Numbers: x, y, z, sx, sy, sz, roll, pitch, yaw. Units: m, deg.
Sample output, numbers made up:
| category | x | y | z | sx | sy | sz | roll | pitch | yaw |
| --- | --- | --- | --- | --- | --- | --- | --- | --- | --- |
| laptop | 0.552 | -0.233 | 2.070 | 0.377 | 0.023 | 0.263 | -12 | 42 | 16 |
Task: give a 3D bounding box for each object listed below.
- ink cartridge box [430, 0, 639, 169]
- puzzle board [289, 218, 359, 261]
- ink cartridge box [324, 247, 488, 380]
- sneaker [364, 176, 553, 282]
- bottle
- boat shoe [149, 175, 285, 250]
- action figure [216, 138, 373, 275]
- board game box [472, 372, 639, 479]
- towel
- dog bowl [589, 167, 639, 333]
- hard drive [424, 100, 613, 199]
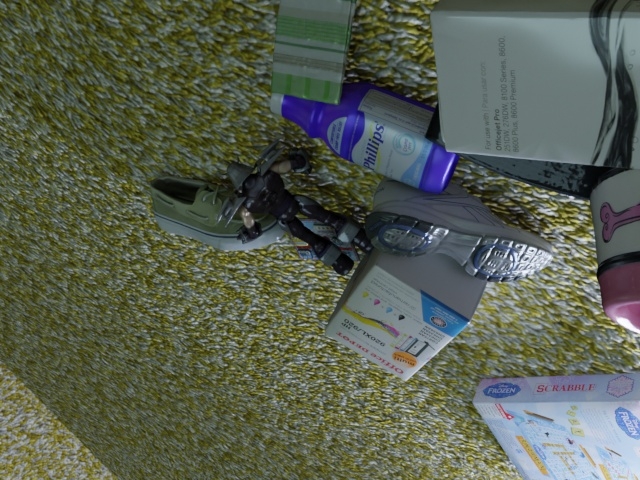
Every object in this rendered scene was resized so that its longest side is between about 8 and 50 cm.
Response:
| category | x | y | z | sx | sy | sz | roll | pitch | yaw |
| --- | --- | --- | --- | --- | --- | --- | --- | --- | --- |
| ink cartridge box | 0.338 | -0.208 | 0.756 | 0.395 | 0.285 | 0.166 | 8 | 134 | 26 |
| puzzle board | 0.000 | 0.000 | 1.419 | 0.128 | 0.011 | 0.096 | 1 | 132 | 32 |
| ink cartridge box | 0.144 | 0.085 | 1.287 | 0.171 | 0.168 | 0.232 | 32 | 142 | 0 |
| sneaker | 0.215 | -0.028 | 1.175 | 0.297 | 0.129 | 0.111 | 18 | 141 | -12 |
| bottle | 0.066 | -0.167 | 1.134 | 0.283 | 0.092 | 0.118 | 24 | 138 | 11 |
| boat shoe | -0.197 | -0.054 | 1.420 | 0.302 | 0.109 | 0.094 | 8 | 133 | 31 |
| action figure | -0.049 | -0.048 | 1.287 | 0.285 | 0.099 | 0.185 | 35 | 106 | -23 |
| board game box | 0.492 | 0.376 | 1.445 | 0.318 | 0.066 | 0.318 | -10 | 125 | 40 |
| towel | -0.011 | -0.270 | 1.080 | 0.113 | 0.023 | 0.152 | 16 | 109 | 23 |
| dog bowl | 0.499 | 0.040 | 0.871 | 0.408 | 0.150 | 0.408 | 13 | 168 | 3 |
| hard drive | 0.274 | -0.151 | 0.990 | 0.255 | 0.054 | 0.172 | 21 | 117 | 5 |
